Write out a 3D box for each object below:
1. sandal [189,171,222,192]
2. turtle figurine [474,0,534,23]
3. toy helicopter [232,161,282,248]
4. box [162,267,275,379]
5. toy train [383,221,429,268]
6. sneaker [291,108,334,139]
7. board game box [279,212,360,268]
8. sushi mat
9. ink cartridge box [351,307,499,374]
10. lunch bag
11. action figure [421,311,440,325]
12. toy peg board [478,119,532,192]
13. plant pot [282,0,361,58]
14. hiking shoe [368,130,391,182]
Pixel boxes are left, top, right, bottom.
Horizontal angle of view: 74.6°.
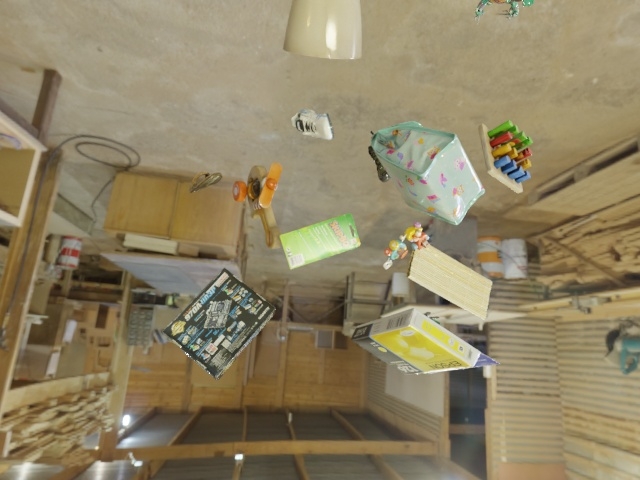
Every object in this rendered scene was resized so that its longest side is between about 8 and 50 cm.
[{"bbox_3d":[-0.462,-0.238,1.651,0.090,0.060,0.219,-26,-170,-34],"label":"sandal"},{"bbox_3d":[0.619,-0.827,1.449,0.175,0.118,0.234,-10,-159,-5],"label":"turtle figurine"},{"bbox_3d":[-0.203,-0.135,1.590,0.140,0.355,0.235,-2,150,-34],"label":"toy helicopter"},{"bbox_3d":[-0.246,0.203,1.045,0.175,0.220,0.051,36,155,10],"label":"box"},{"bbox_3d":[0.247,0.020,1.156,0.046,0.166,0.125,41,156,35],"label":"toy train"},{"bbox_3d":[-0.023,-0.351,1.290,0.086,0.085,0.237,-22,-151,-13],"label":"sneaker"},{"bbox_3d":[0.000,0.000,1.454,0.259,0.124,0.039,-18,-172,-3],"label":"board game box"},{"bbox_3d":[0.417,0.122,1.343,0.316,0.151,0.019,29,152,-14],"label":"sushi mat"},{"bbox_3d":[0.289,0.324,1.219,0.307,0.072,0.303,35,148,-10],"label":"ink cartridge box"},{"bbox_3d":[0.264,-0.186,1.107,0.223,0.160,0.262,44,176,-37],"label":"lunch bag"},{"bbox_3d":[0.395,0.385,1.558,0.063,0.232,0.137,-2,-166,-22],"label":"action figure"},{"bbox_3d":[0.523,-0.239,1.153,0.161,0.161,0.079,20,147,-33],"label":"toy peg board"},{"bbox_3d":[0.019,-0.724,1.292,0.256,0.274,0.256,5,-150,-3],"label":"plant pot"},{"bbox_3d":[0.234,-0.336,1.701,0.114,0.227,0.086,21,142,-32],"label":"hiking shoe"}]
